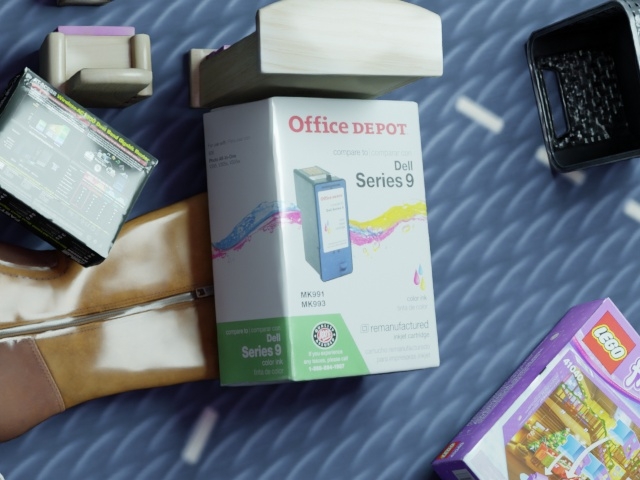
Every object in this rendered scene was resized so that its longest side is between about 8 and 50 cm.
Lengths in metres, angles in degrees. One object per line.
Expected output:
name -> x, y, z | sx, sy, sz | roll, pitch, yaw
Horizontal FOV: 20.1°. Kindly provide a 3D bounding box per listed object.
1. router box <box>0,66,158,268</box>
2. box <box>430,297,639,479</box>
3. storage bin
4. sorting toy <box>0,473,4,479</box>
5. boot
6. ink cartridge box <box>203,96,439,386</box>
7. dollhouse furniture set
router box -> -0.190, -0.052, 1.307 | 0.122, 0.038, 0.092 | 36, 61, -20
box -> 0.251, 0.222, 1.475 | 0.201, 0.057, 0.293 | -44, 100, -27
storage bin -> 0.249, -0.127, 1.452 | 0.084, 0.180, 0.122 | -12, 90, -18
sorting toy -> -0.254, 0.211, 1.334 | 0.075, 0.045, 0.083 | 39, 75, -20
boot -> -0.200, 0.006, 1.339 | 0.280, 0.096, 0.264 | -16, 86, -22
ink cartridge box -> 0.000, 0.000, 1.382 | 0.154, 0.093, 0.212 | -1, 84, -41
dollhouse furniture set -> -0.059, -0.259, 1.349 | 0.286, 0.198, 0.303 | -1, 86, -19
